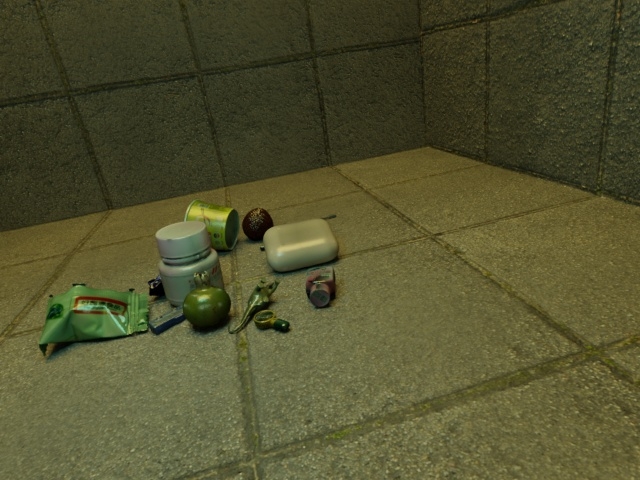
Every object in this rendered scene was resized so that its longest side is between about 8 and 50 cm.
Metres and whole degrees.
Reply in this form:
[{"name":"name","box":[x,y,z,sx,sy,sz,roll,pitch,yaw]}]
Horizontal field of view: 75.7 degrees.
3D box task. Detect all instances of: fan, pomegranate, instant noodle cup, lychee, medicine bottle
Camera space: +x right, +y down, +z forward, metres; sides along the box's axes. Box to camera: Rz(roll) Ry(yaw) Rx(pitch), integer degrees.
[{"name":"fan","box":[-0.179,0.304,1.526,0.155,0.039,0.082,9,27,37]},{"name":"pomegranate","box":[-0.453,0.237,1.589,0.179,0.210,0.179,-29,24,14]},{"name":"instant noodle cup","box":[-0.596,-0.069,2.300,0.221,0.311,0.311,6,25,9]},{"name":"lychee","box":[-0.361,-0.093,2.381,0.194,0.194,0.194,-8,22,3]},{"name":"medicine bottle","box":[-0.570,0.099,1.791,0.256,0.325,0.256,-4,22,2]},{"name":"medicine bottle","box":[0.000,0.186,1.669,0.119,0.094,0.188,-6,22,5]}]

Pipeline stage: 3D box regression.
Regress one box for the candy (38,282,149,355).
[{"name":"candy","box":[-0.906,0.306,1.671,0.398,0.172,0.263,-3,42,-19]}]

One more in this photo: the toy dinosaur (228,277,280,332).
[{"name":"toy dinosaur","box":[-0.244,0.231,1.651,0.076,0.147,0.363,36,34,0]}]

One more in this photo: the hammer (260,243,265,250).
[{"name":"hammer","box":[-0.183,0.026,2.211,0.287,0.033,0.111,-5,22,11]}]

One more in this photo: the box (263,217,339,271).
[{"name":"box","box":[-0.098,0.017,2.013,0.349,0.141,0.289,-12,38,-8]}]

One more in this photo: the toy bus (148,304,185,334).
[{"name":"toy bus","box":[-0.606,0.318,1.651,0.061,0.051,0.153,27,39,36]}]

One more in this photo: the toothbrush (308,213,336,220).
[{"name":"toothbrush","box":[-0.054,-0.118,2.520,0.321,0.023,0.031,-15,16,-16]}]

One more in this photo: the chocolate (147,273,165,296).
[{"name":"chocolate","box":[-0.710,0.176,1.963,0.148,0.126,0.343,-43,11,27]}]
